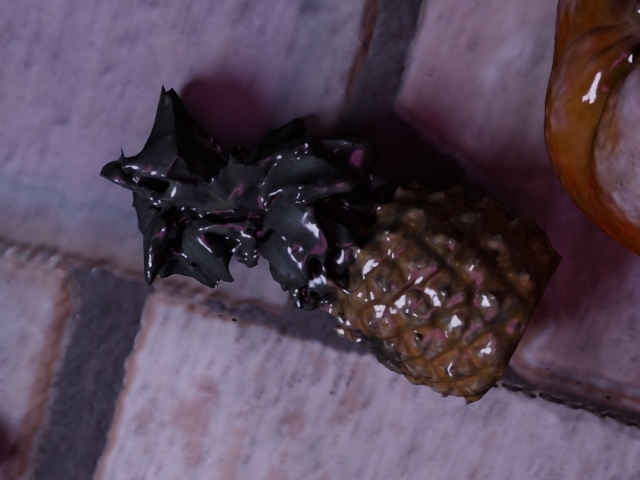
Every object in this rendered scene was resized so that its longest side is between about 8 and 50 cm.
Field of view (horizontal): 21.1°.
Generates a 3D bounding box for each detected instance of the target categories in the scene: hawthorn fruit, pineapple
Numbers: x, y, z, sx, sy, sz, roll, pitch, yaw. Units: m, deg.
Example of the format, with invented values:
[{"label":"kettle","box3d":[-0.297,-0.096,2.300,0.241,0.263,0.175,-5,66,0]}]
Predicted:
[{"label":"hawthorn fruit","box3d":[0.229,-0.070,0.820,0.235,0.231,0.263,-37,103,20]},{"label":"pineapple","box3d":[0.000,0.000,0.900,0.237,0.111,0.119,25,74,-3]}]
